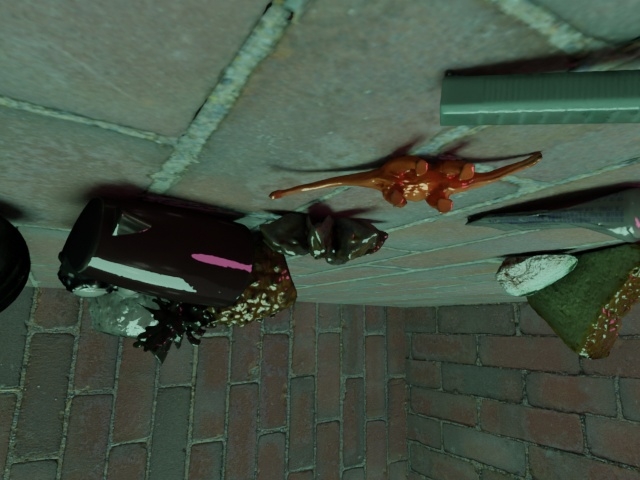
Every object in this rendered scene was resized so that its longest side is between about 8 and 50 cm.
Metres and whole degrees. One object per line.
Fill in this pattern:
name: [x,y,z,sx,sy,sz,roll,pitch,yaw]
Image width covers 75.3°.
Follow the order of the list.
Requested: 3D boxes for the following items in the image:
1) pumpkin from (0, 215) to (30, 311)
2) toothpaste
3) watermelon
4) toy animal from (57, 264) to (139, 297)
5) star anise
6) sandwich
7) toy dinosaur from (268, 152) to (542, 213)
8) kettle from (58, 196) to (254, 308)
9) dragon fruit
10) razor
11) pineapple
pumpkin: [-0.573,0.042,0.606,0.250,0.216,0.250,-7,143,-5]
toothpaste: [0.345,-0.029,0.563,0.099,0.068,0.282,39,157,-25]
watermelon: [0.494,0.062,0.953,0.094,0.081,0.180,30,137,-34]
toy animal: [-0.360,0.043,0.750,0.179,0.138,0.166,18,176,-40]
star anise: [0.015,-0.001,0.670,0.197,0.073,0.212,-6,169,41]
sandwich: [0.602,0.087,0.937,0.100,0.288,0.254,10,-149,-9]
toy dinosaur: [0.082,-0.059,0.427,0.280,0.055,0.101,-1,-169,0]
kettle: [-0.248,0.019,0.625,0.232,0.144,0.202,19,150,-40]
dragon fruit: [-0.404,0.137,1.021,0.204,0.221,0.283,5,166,10]
razor: [0.218,-0.093,0.255,0.278,0.056,0.111,-3,169,17]
pineapple: [-0.215,0.117,0.792,0.341,0.169,0.169,-24,169,-5]
